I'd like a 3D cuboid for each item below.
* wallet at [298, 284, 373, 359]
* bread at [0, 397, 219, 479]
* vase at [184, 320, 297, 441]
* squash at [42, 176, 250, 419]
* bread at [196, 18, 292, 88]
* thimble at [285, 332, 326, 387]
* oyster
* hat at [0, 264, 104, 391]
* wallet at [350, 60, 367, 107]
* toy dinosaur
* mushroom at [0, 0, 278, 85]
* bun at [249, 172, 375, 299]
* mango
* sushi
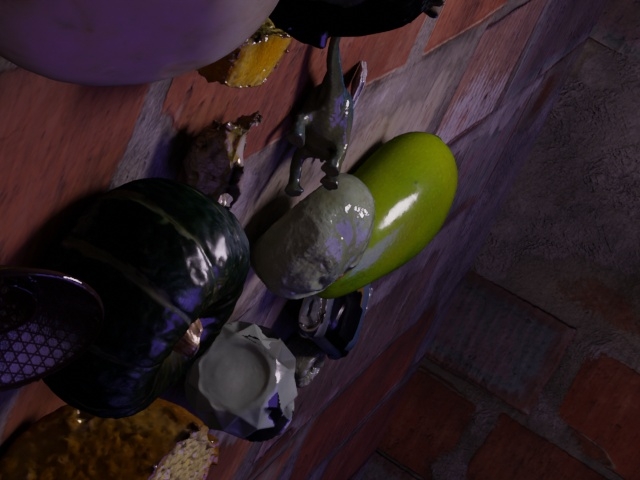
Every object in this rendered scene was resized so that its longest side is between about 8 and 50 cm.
[{"bbox_3d":[0.030,0.103,2.599,0.231,0.069,0.170,48,58,-70],"label":"wallet"},{"bbox_3d":[-0.279,0.296,1.746,0.340,0.179,0.194,-51,163,-21],"label":"bread"},{"bbox_3d":[-0.104,0.221,2.297,0.165,0.165,0.360,-56,171,-9],"label":"vase"},{"bbox_3d":[-0.184,0.058,1.571,0.252,0.165,0.252,-57,169,-18],"label":"squash"},{"bbox_3d":[-0.096,-0.192,1.472,0.065,0.103,0.187,-59,172,14],"label":"bread"},{"bbox_3d":[-0.035,0.209,2.702,0.084,0.062,0.110,-56,166,-9],"label":"thimble"},{"bbox_3d":[-0.114,-0.087,1.743,0.209,0.072,0.133,-89,-160,-76],"label":"oyster"},{"bbox_3d":[-0.291,0.053,1.376,0.193,0.082,0.193,-14,149,-9],"label":"hat"},{"bbox_3d":[0.051,-0.210,2.107,0.083,0.011,0.044,-84,-164,-65],"label":"wallet"},{"bbox_3d":[0.005,-0.149,2.017,0.363,0.076,0.147,99,7,-62],"label":"toy dinosaur"},{"bbox_3d":[-0.142,-0.218,1.058,0.246,0.202,0.246,-13,165,-4],"label":"mushroom"},{"bbox_3d":[0.000,0.000,2.139,0.195,0.118,0.195,-42,176,-4],"label":"bun"},{"bbox_3d":[0.091,-0.031,2.422,0.343,0.156,0.192,-45,154,-34],"label":"mango"},{"bbox_3d":[0.041,-0.297,1.469,0.225,0.238,0.219,-43,177,15],"label":"sushi"}]
